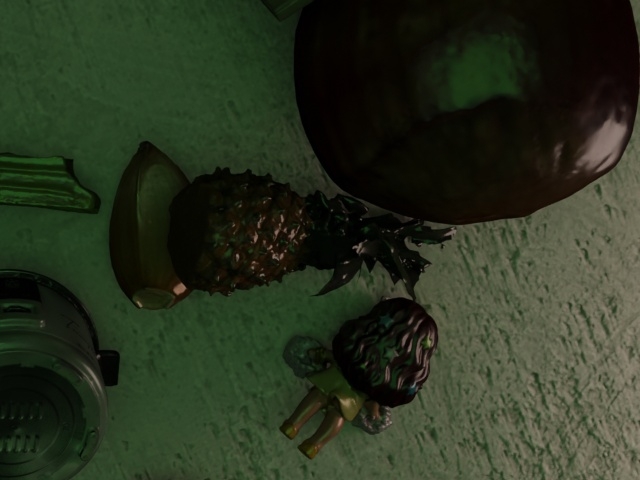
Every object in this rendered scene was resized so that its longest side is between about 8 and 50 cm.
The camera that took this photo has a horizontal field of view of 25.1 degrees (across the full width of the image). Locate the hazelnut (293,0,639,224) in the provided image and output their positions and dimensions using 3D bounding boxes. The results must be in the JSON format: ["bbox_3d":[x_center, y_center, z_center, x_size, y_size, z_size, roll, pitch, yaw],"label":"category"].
[{"bbox_3d":[0.168,-0.219,1.705,0.421,0.353,0.421,-2,86,29],"label":"hazelnut"}]

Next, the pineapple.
[{"bbox_3d":[0.001,-0.001,1.760,0.364,0.165,0.165,5,95,-25],"label":"pineapple"}]

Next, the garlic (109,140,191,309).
[{"bbox_3d":[-0.212,-0.018,1.807,0.115,0.128,0.206,-5,91,39],"label":"garlic"}]

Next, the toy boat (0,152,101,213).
[{"bbox_3d":[-0.411,-0.074,1.774,0.276,0.111,0.084,1,90,-3],"label":"toy boat"}]

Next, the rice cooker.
[{"bbox_3d":[-0.380,0.169,1.744,0.280,0.227,0.241,-1,115,-17],"label":"rice cooker"}]

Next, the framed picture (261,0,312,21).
[{"bbox_3d":[-0.012,-0.397,1.700,0.247,0.335,0.022,-33,132,-3],"label":"framed picture"}]

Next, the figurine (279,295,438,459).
[{"bbox_3d":[0.049,0.173,1.847,0.240,0.116,0.175,-44,98,-1],"label":"figurine"}]
